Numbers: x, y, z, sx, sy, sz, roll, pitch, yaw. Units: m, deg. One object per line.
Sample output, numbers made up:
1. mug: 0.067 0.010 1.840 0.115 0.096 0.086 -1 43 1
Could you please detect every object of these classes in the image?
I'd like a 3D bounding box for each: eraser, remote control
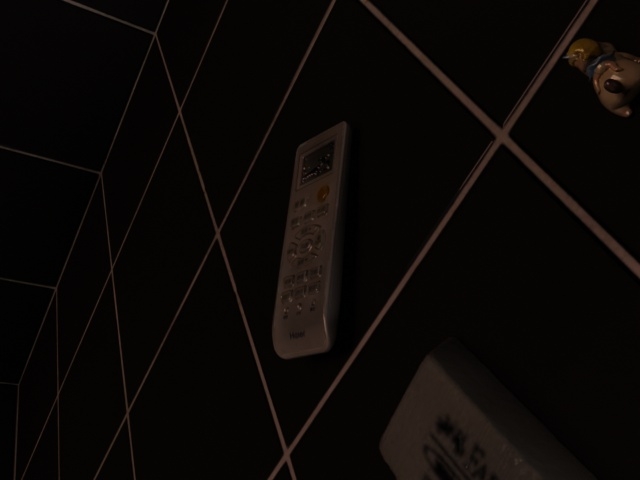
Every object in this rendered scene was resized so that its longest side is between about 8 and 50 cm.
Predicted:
1. eraser: 0.149 0.209 0.548 0.112 0.077 0.352 -67 31 16
2. remote control: 0.000 0.000 0.920 0.109 0.055 0.313 -21 55 48

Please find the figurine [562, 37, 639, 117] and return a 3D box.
1. figurine: 0.237 -0.144 0.580 0.047 0.050 0.083 -52 37 25
